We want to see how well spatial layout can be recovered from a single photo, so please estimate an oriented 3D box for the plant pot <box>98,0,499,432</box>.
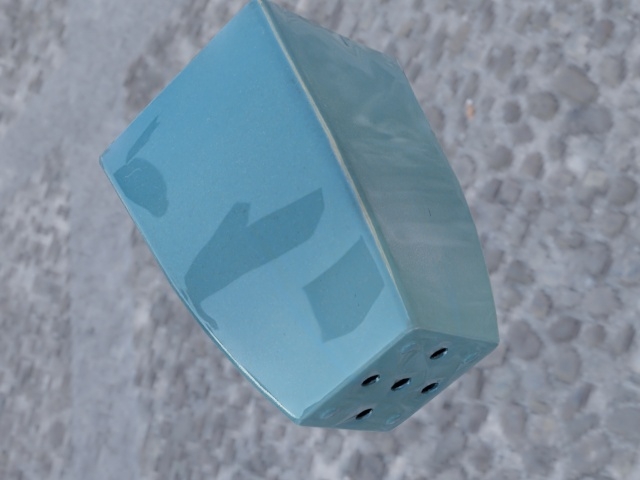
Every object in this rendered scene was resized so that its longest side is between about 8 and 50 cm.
[{"bbox_3d":[0.000,0.000,0.891,0.166,0.165,0.234,-41,59,24],"label":"plant pot"}]
